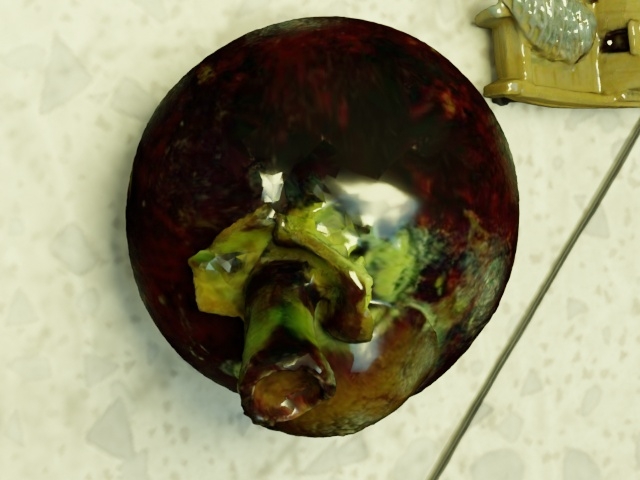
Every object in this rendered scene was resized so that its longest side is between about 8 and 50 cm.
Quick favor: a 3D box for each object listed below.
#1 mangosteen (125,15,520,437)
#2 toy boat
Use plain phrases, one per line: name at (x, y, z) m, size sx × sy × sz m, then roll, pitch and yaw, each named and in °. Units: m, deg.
mangosteen at (0.000, 0.000, 0.937) m, size 0.231 × 0.289 × 0.231 m, roll 1°, pitch 108°, yaw 2°
toy boat at (0.252, -0.135, 1.128) m, size 0.321 × 0.121 × 0.089 m, roll -4°, pitch 90°, yaw -24°
